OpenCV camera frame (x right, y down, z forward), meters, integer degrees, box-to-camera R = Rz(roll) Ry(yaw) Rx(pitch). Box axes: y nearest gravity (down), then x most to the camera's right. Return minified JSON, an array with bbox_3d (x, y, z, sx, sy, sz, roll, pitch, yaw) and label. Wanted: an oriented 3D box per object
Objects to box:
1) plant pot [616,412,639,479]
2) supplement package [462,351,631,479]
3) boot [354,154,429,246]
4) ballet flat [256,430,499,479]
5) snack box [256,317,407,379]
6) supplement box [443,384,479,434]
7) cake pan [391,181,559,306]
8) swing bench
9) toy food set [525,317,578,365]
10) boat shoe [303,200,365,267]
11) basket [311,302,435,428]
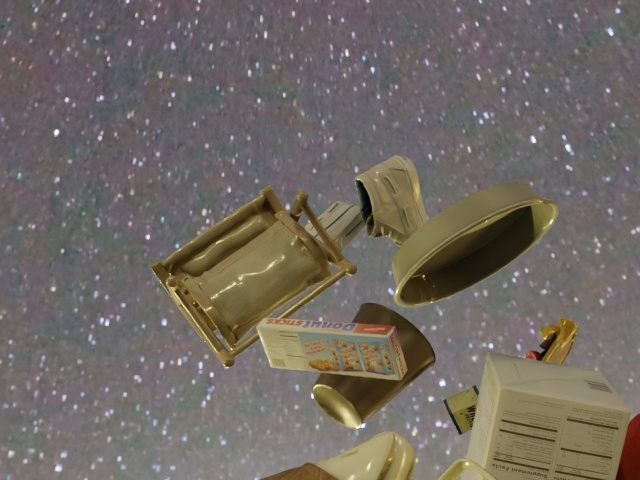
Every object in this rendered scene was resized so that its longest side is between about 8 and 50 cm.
[{"bbox_3d":[0.591,0.495,1.330,0.267,0.235,0.267,25,-66,-14],"label":"plant pot"},{"bbox_3d":[0.350,0.345,1.295,0.198,0.199,0.262,10,-81,5],"label":"supplement package"},{"bbox_3d":[0.141,-0.026,1.545,0.123,0.095,0.258,-25,-75,-23],"label":"boot"},{"bbox_3d":[0.080,0.228,0.648,0.343,0.124,0.116,11,-20,38],"label":"ballet flat"},{"bbox_3d":[0.010,0.126,0.942,0.178,0.022,0.064,0,-60,31],"label":"snack box"},{"bbox_3d":[0.329,0.378,1.802,0.083,0.083,0.056,-27,-79,4],"label":"supplement box"},{"bbox_3d":[0.235,0.006,1.270,0.293,0.054,0.293,-24,-23,-11],"label":"cake pan"},{"bbox_3d":[-0.117,0.046,1.311,0.253,0.255,0.165,-35,-77,-11],"label":"swing bench"},{"bbox_3d":[0.411,0.237,1.553,0.217,0.071,0.128,-52,-32,-14],"label":"toy food set"},{"bbox_3d":[0.000,0.000,1.521,0.076,0.226,0.083,24,-49,27],"label":"boat shoe"},{"bbox_3d":[0.100,0.275,1.705,0.204,0.227,0.154,36,-33,13],"label":"basket"}]
